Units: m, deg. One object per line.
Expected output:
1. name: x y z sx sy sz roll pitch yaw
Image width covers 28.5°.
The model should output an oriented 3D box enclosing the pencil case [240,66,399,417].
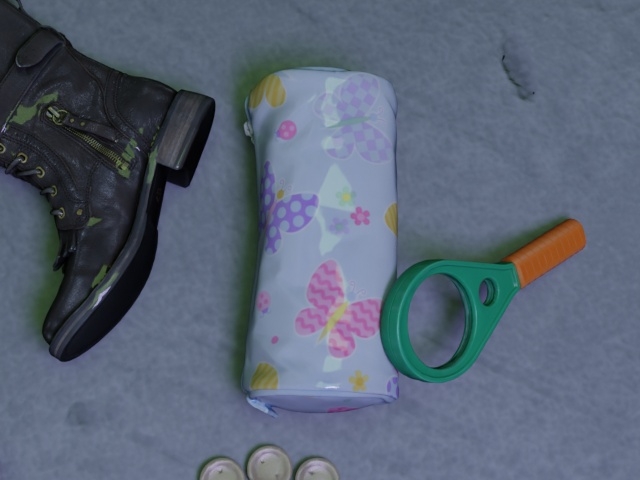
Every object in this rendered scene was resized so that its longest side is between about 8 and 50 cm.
1. pencil case: 0.000 0.000 0.987 0.124 0.113 0.273 0 77 -2

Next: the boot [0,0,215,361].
1. boot: -0.228 -0.057 0.994 0.229 0.091 0.263 23 71 4

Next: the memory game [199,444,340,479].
1. memory game: -0.039 0.252 0.977 0.186 0.012 0.186 2 76 -7

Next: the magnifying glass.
1. magnifying glass: 0.133 0.037 0.995 0.231 0.026 0.092 -27 106 -36
